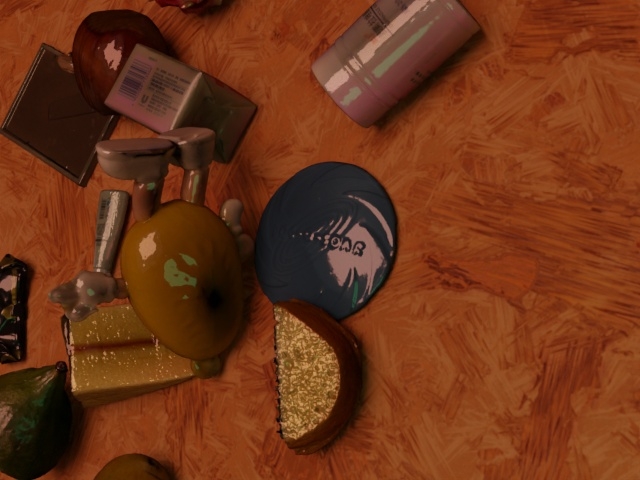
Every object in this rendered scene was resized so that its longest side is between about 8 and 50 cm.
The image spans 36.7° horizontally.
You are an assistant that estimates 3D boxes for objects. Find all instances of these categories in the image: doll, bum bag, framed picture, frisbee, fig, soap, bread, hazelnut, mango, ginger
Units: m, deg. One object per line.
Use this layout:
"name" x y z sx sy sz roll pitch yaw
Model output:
"doll" -0.261 0.009 1.638 0.161 0.348 0.423 20 92 57
"bum bag" -0.662 0.143 2.017 0.106 0.060 0.232 -5 78 21
"framed picture" -0.556 -0.278 2.079 0.315 0.024 0.232 31 95 34
"frisbee" -0.003 -0.001 1.660 0.289 0.049 0.289 -8 74 30
"fig" -0.531 0.315 1.824 0.235 0.203 0.203 -44 60 10
"soap" -0.259 -0.253 1.797 0.199 0.182 0.138 28 92 33
"bread" -0.001 0.213 1.560 0.134 0.129 0.260 -9 80 15
"hazelnut" -0.392 -0.354 1.911 0.186 0.210 0.210 -35 52 -29
"mango" -0.331 0.505 1.680 0.130 0.167 0.262 -19 72 41
"bread" -0.342 0.215 1.821 0.264 0.163 0.168 -5 71 -5
"ginger" -0.470 -0.385 2.016 0.173 0.051 0.069 -16 76 6

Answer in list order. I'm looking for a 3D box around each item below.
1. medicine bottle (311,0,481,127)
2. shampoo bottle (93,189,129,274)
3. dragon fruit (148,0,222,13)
"medicine bottle" 0.123 -0.322 1.600 0.254 0.152 0.152 -40 61 16
"shampoo bottle" -0.424 -0.006 1.921 0.069 0.041 0.191 3 80 26
"dragon fruit" -0.270 -0.555 1.837 0.210 0.268 0.205 -18 63 -6
